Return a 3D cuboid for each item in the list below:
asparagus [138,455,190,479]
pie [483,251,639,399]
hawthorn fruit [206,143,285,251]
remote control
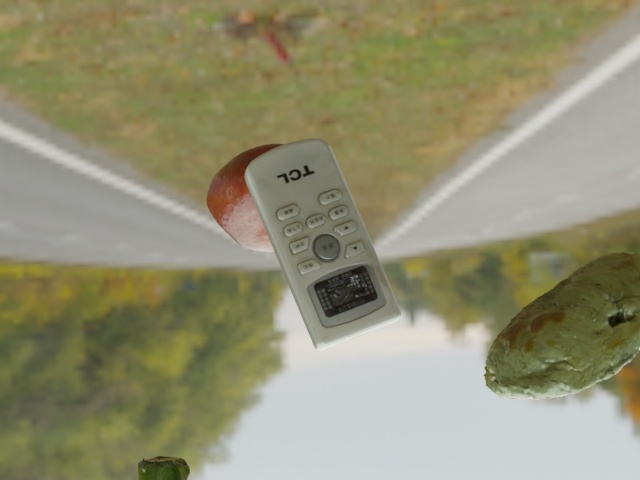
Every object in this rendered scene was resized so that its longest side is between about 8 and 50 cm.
[{"bbox_3d":[-0.129,0.268,1.512,0.041,0.178,0.045,-3,173,10],"label":"asparagus"},{"bbox_3d":[0.289,0.099,2.079,0.248,0.090,0.201,-38,-160,-21],"label":"pie"},{"bbox_3d":[-0.056,-0.046,1.926,0.128,0.128,0.128,-3,179,0],"label":"hawthorn fruit"},{"bbox_3d":[0.000,0.000,1.667,0.087,0.190,0.029,-19,170,-15],"label":"remote control"}]
